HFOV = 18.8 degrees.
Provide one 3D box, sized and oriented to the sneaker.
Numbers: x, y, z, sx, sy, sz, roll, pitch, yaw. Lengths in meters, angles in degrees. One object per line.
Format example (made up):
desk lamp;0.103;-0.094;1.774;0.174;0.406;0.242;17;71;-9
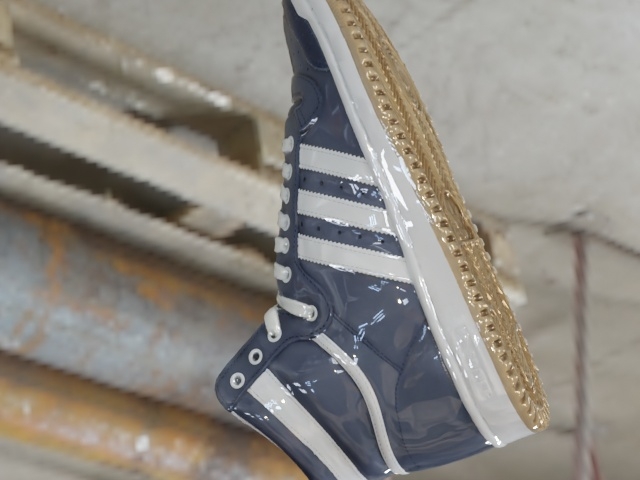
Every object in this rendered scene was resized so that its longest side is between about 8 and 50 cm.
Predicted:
sneaker;0.000;0.000;1.043;0.153;0.282;0.099;-26;168;17
